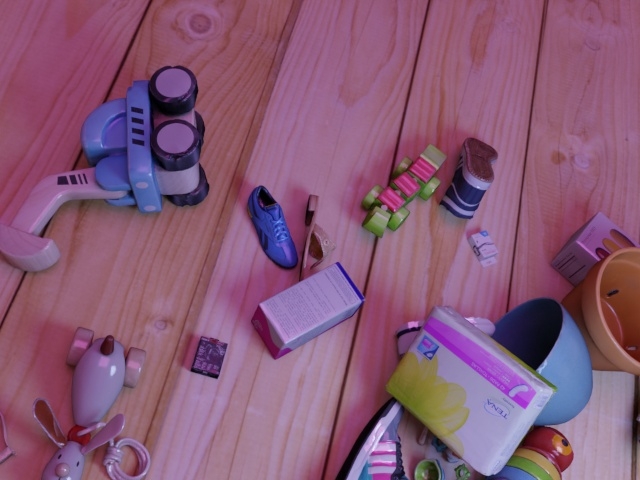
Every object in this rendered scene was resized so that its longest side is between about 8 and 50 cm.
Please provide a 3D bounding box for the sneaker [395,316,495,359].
[{"bbox_3d":[0.293,0.235,1.913,0.235,0.090,0.095,-7,62,-4],"label":"sneaker"}]

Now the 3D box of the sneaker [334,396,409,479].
[{"bbox_3d":[0.150,0.484,1.726,0.178,0.124,0.295,35,56,0],"label":"sneaker"}]

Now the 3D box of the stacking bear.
[{"bbox_3d":[0.450,0.514,1.780,0.175,0.164,0.289,43,50,10],"label":"stacking bear"}]

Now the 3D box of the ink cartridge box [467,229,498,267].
[{"bbox_3d":[0.416,0.021,2.092,0.048,0.028,0.083,-19,71,-23],"label":"ink cartridge box"}]

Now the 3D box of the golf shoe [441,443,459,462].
[{"bbox_3d":[0.351,0.427,1.835,0.176,0.086,0.069,-34,76,-29],"label":"golf shoe"}]

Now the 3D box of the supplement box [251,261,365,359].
[{"bbox_3d":[-0.030,0.157,1.846,0.220,0.111,0.114,-28,74,-27],"label":"supplement box"}]

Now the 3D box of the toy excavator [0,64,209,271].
[{"bbox_3d":[-0.479,-0.151,1.844,0.445,0.222,0.433,-5,65,-3],"label":"toy excavator"}]

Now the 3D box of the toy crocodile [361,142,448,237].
[{"bbox_3d":[0.212,-0.130,2.066,0.115,0.105,0.340,42,60,7],"label":"toy crocodile"}]

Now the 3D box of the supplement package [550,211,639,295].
[{"bbox_3d":[0.737,0.073,2.099,0.244,0.134,0.139,41,59,7],"label":"supplement package"}]

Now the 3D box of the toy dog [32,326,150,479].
[{"bbox_3d":[-0.445,0.314,1.616,0.220,0.161,0.334,-1,64,-16],"label":"toy dog"}]

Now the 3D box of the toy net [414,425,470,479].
[{"bbox_3d":[0.250,0.420,1.791,0.045,0.122,0.232,19,54,-44],"label":"toy net"}]

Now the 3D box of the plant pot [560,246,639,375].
[{"bbox_3d":[0.690,0.185,1.918,0.290,0.203,0.291,10,65,-22],"label":"plant pot"}]

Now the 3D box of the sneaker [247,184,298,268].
[{"bbox_3d":[-0.110,-0.033,1.938,0.069,0.082,0.209,-19,72,-26],"label":"sneaker"}]

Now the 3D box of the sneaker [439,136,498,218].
[{"bbox_3d":[0.383,-0.158,2.147,0.099,0.153,0.282,25,29,0],"label":"sneaker"}]

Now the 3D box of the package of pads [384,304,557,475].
[{"bbox_3d":[0.300,0.309,1.707,0.296,0.229,0.101,38,16,31],"label":"package of pads"}]

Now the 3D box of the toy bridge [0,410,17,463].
[{"bbox_3d":[-0.655,0.350,1.614,0.188,0.026,0.063,45,60,8],"label":"toy bridge"}]

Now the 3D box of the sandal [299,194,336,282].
[{"bbox_3d":[0.001,-0.003,1.950,0.079,0.088,0.240,9,57,-5],"label":"sandal"}]

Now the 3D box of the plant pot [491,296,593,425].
[{"bbox_3d":[0.492,0.299,1.848,0.195,0.290,0.290,41,59,-13],"label":"plant pot"}]

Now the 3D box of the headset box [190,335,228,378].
[{"bbox_3d":[-0.239,0.249,1.784,0.062,0.032,0.083,17,60,-8],"label":"headset box"}]

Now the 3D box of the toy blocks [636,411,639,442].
[{"bbox_3d":[0.872,0.485,1.913,0.381,0.191,0.261,36,77,-7],"label":"toy blocks"}]
